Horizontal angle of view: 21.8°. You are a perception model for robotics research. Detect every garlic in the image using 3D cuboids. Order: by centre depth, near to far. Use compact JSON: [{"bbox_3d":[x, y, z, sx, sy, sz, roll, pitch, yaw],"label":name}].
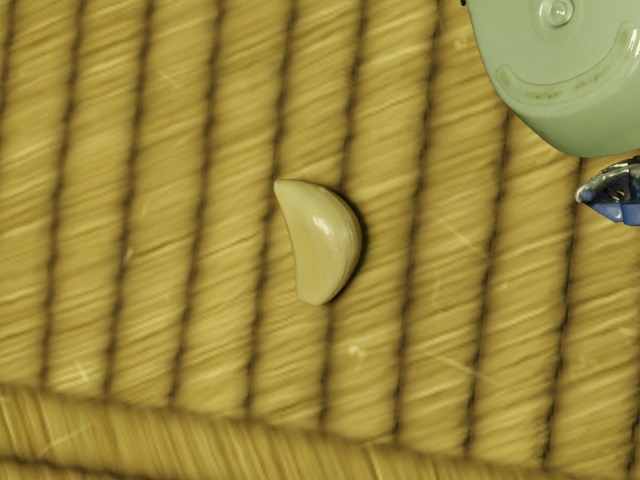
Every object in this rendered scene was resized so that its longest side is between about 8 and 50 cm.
[{"bbox_3d":[0.000,0.000,1.059,0.053,0.041,0.083,-5,96,21],"label":"garlic"}]

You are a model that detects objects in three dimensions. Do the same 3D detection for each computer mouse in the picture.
[{"bbox_3d":[0.159,-0.193,0.978,0.159,0.097,0.288,-17,77,49],"label":"computer mouse"}]

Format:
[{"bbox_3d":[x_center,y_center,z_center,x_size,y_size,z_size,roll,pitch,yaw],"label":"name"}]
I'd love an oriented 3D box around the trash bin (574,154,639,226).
[{"bbox_3d":[0.249,0.053,0.932,0.184,0.162,0.234,-6,95,15],"label":"trash bin"}]
